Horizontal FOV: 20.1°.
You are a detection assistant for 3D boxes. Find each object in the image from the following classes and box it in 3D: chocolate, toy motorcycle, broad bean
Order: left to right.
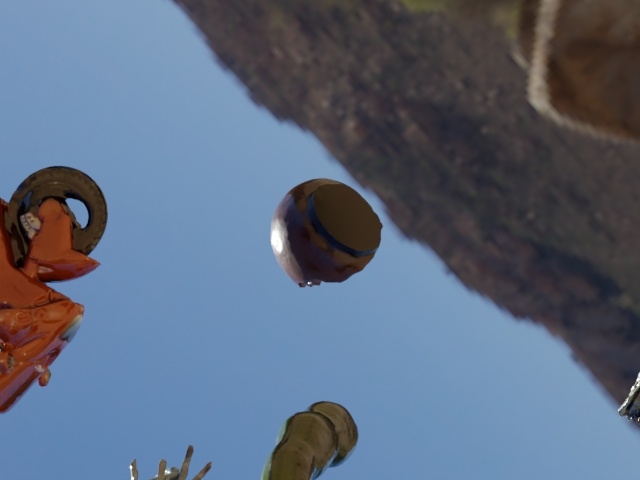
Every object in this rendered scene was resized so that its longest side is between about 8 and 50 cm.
[{"bbox_3d":[-0.349,0.049,1.630,0.148,0.326,0.221,52,-146,-77],"label":"toy motorcycle"},{"bbox_3d":[-0.008,0.164,1.437,0.297,0.043,0.060,-24,-83,-75],"label":"broad bean"},{"bbox_3d":[0.000,0.000,2.052,0.124,0.133,0.127,-17,-111,-44],"label":"chocolate"}]

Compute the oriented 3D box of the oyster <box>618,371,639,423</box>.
[{"bbox_3d":[0.324,0.095,1.606,0.064,0.177,0.125,43,-160,25],"label":"oyster"}]

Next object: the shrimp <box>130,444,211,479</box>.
[{"bbox_3d":[-0.221,0.343,1.911,0.166,0.410,0.221,37,148,34],"label":"shrimp"}]
